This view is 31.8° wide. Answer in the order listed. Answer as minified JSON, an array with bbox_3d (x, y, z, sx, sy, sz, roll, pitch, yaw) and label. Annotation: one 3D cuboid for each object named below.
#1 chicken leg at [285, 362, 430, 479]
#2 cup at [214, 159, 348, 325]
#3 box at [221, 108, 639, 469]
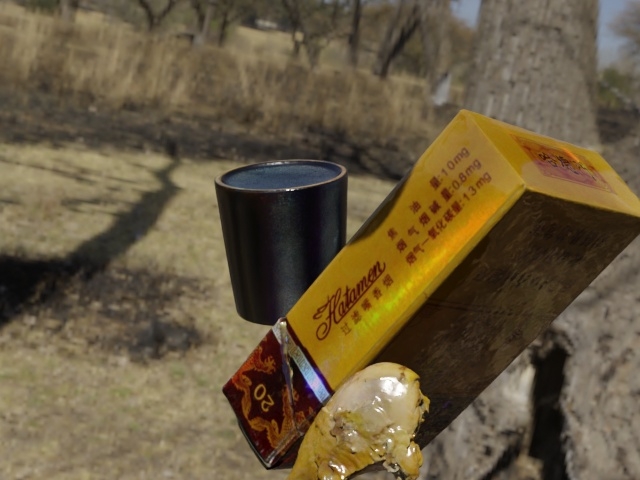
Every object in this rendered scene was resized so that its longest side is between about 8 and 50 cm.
[{"bbox_3d":[0.022,0.202,1.006,0.101,0.207,0.085,43,-3,5],"label":"chicken leg"},{"bbox_3d":[-0.010,0.004,1.394,0.239,0.177,0.166,4,17,25],"label":"cup"},{"bbox_3d":[0.117,0.071,1.171,0.264,0.415,0.116,7,41,-48],"label":"box"}]
